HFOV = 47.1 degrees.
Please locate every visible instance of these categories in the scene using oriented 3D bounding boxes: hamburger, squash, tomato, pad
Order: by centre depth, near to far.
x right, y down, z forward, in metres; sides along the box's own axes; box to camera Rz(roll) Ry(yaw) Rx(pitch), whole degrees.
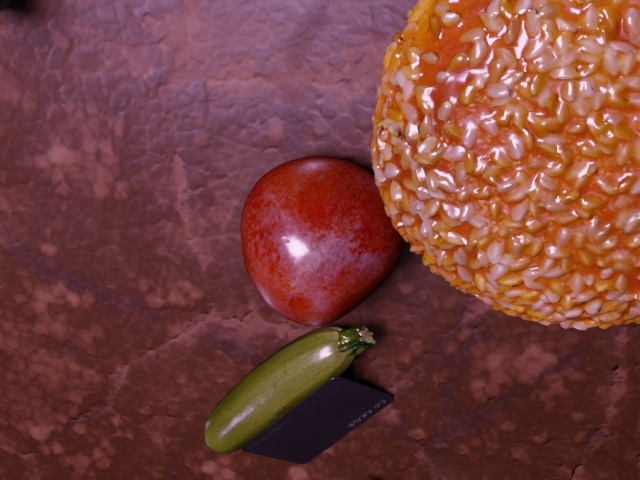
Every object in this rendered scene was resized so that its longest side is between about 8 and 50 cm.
[{"bbox_3d":[0.205,-0.098,0.579,0.330,0.250,0.330,3,113,8],"label":"hamburger"},{"bbox_3d":[0.000,0.000,0.707,0.167,0.167,0.167,3,113,7],"label":"tomato"},{"bbox_3d":[-0.041,0.159,0.824,0.252,0.066,0.066,-39,102,20],"label":"squash"},{"bbox_3d":[-0.001,0.210,0.842,0.157,0.003,0.112,-42,136,22],"label":"pad"}]

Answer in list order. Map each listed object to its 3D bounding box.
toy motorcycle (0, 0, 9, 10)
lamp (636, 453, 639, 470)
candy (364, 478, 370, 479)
[{"bbox_3d":[-0.332,-0.311,0.639,0.106,0.159,0.270,-12,95,3],"label":"toy motorcycle"},{"bbox_3d":[0.469,0.205,0.739,0.223,0.151,0.215,29,116,44],"label":"lamp"},{"bbox_3d":[0.084,0.400,0.906,0.141,0.078,0.203,18,103,-12],"label":"candy"}]
